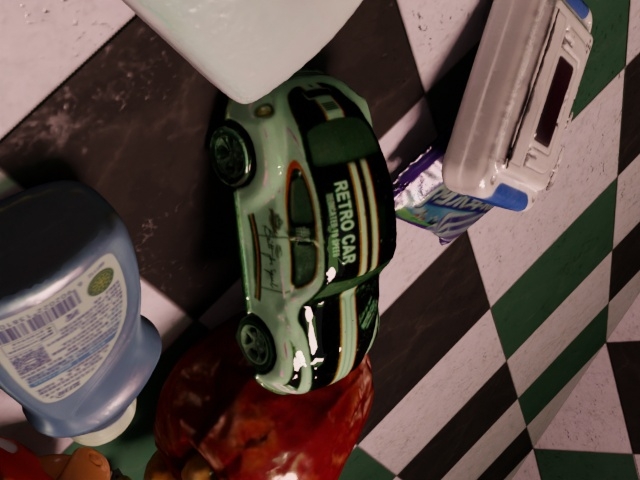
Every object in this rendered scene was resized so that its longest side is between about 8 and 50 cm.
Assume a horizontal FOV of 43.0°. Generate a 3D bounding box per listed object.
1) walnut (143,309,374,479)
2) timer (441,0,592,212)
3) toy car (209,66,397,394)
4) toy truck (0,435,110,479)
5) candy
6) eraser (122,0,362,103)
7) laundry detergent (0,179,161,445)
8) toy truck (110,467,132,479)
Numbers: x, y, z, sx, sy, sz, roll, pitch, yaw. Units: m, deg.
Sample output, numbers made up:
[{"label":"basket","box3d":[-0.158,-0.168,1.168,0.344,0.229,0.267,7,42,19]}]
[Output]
[{"label":"walnut","box3d":[-0.061,0.191,0.901,0.269,0.222,0.244,-37,-178,-35]},{"label":"timer","box3d":[0.230,-0.161,0.905,0.178,0.078,0.253,9,99,-56]},{"label":"toy car","box3d":[0.000,0.000,0.729,0.136,0.125,0.306,-19,110,-41]},{"label":"toy truck","box3d":[-0.292,0.249,0.697,0.265,0.239,0.189,39,99,-20]},{"label":"candy","box3d":[0.167,-0.063,1.025,0.145,0.070,0.275,-45,154,13]},{"label":"eraser","box3d":[-0.067,-0.222,0.480,0.189,0.104,0.290,-52,151,0]},{"label":"laundry detergent","box3d":[-0.209,0.083,0.680,0.143,0.094,0.290,-38,153,-25]},{"label":"toy truck","box3d":[-0.258,0.299,0.891,0.123,0.063,0.052,-32,148,-27]}]
